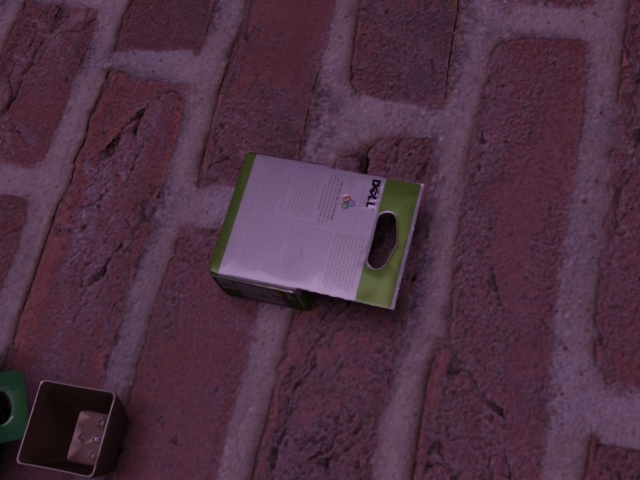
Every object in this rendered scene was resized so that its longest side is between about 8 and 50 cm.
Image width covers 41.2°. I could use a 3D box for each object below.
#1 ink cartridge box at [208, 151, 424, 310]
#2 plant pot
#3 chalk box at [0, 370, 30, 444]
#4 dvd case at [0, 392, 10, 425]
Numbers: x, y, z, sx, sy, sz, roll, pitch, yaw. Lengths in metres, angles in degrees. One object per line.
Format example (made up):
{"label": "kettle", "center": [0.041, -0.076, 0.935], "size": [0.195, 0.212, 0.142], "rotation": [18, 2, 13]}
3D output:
{"label": "ink cartridge box", "center": [0.000, 0.000, 1.167], "size": [0.255, 0.097, 0.189], "rotation": [11, 70, 13]}
{"label": "plant pot", "center": [-0.313, 0.254, 1.121], "size": [0.109, 0.096, 0.109], "rotation": [7, 70, 14]}
{"label": "chalk box", "center": [-0.521, 0.226, 1.073], "size": [0.288, 0.179, 0.180], "rotation": [-7, 87, -3]}
{"label": "dvd case", "center": [-0.567, 0.254, 1.208], "size": [0.238, 0.029, 0.179], "rotation": [-30, 66, -3]}
